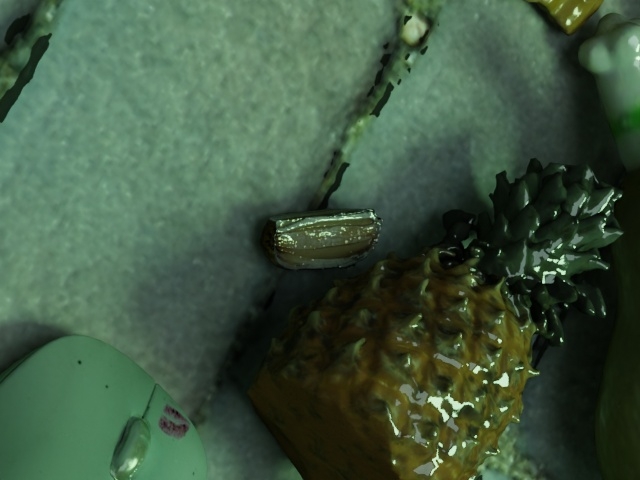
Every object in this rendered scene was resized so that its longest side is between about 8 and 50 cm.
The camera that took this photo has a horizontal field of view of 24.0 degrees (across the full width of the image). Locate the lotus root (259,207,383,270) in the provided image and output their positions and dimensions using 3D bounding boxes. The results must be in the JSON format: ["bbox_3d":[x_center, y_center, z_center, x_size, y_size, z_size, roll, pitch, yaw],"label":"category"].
[{"bbox_3d":[-0.001,-0.001,0.950,0.083,0.030,0.037,-7,100,-31],"label":"lotus root"}]

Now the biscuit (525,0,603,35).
[{"bbox_3d":[0.133,-0.232,0.984,0.224,0.033,0.144,30,107,-34],"label":"biscuit"}]

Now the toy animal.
[{"bbox_3d":[0.279,0.027,1.041,0.180,0.181,0.363,-3,101,-14],"label":"toy animal"}]

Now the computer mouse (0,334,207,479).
[{"bbox_3d":[-0.171,0.191,0.822,0.288,0.097,0.159,-50,115,-18],"label":"computer mouse"}]

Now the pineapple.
[{"bbox_3d":[0.085,0.044,0.948,0.279,0.158,0.158,-46,116,-29],"label":"pineapple"}]
